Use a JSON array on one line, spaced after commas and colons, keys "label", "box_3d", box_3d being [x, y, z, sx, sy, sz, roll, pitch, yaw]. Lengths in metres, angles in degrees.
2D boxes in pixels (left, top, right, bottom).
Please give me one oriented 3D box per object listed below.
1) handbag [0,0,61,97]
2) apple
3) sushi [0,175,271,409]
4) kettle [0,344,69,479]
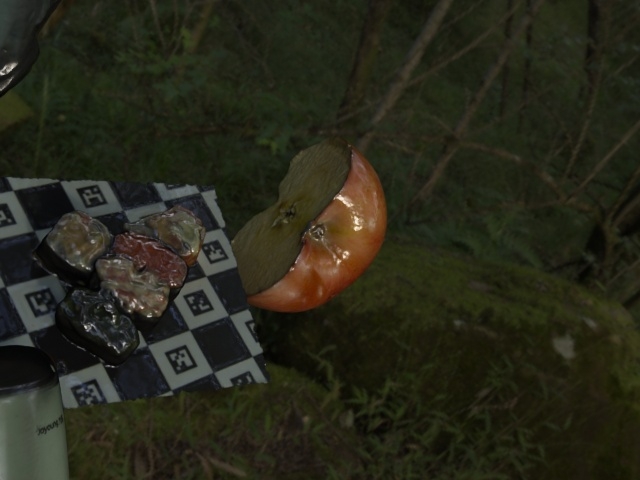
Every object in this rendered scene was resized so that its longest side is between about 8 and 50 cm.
[{"label": "handbag", "box_3d": [-0.170, -0.239, 0.406, 0.192, 0.332, 0.075, 30, 8, -33]}, {"label": "apple", "box_3d": [0.000, 0.000, 1.261, 0.163, 0.293, 0.251, 37, 0, -28]}, {"label": "sushi", "box_3d": [-0.232, 0.035, 0.982, 0.339, 0.069, 0.320, 0, 57, -33]}, {"label": "kettle", "box_3d": [-0.283, 0.221, 0.679, 0.165, 0.255, 0.240, -1, 3, 10]}]
